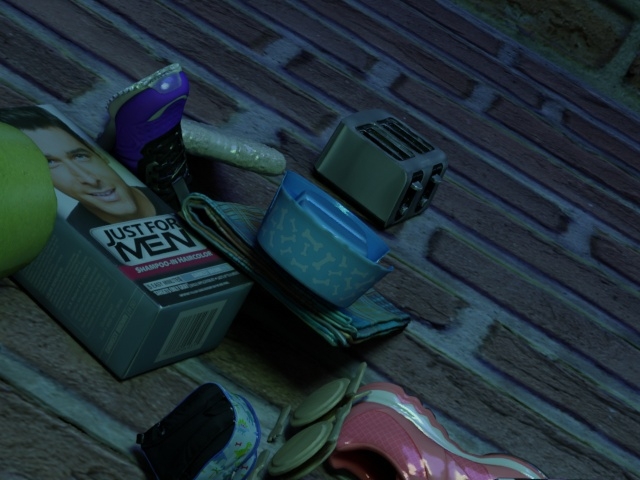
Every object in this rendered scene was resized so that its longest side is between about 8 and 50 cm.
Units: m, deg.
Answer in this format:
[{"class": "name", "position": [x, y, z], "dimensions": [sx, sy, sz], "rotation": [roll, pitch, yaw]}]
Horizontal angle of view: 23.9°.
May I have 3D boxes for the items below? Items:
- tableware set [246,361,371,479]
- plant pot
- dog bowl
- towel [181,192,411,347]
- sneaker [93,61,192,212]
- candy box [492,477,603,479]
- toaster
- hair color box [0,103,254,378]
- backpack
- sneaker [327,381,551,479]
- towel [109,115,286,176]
[{"class": "tableware set", "position": [-0.003, 0.217, 1.694], "dimensions": [0.039, 0.128, 0.194], "rotation": [54, 23, -11]}, {"class": "plant pot", "position": [-0.414, -0.038, 1.586], "dimensions": [0.276, 0.276, 0.254], "rotation": [36, 14, 12]}, {"class": "dog bowl", "position": [0.000, 0.000, 1.842], "dimensions": [0.166, 0.074, 0.297], "rotation": [37, 7, -5]}, {"class": "towel", "position": [-0.021, 0.035, 1.949], "dimensions": [0.271, 0.040, 0.370], "rotation": [40, 9, 12]}, {"class": "sneaker", "position": [-0.205, -0.108, 1.906], "dimensions": [0.102, 0.293, 0.146], "rotation": [-32, 83, -30]}, {"class": "candy box", "position": [0.165, 0.312, 1.540], "dimensions": [0.159, 0.233, 0.071], "rotation": [8, 57, -39]}, {"class": "toaster", "position": [0.094, -0.121, 2.407], "dimensions": [0.186, 0.110, 0.168], "rotation": [38, 26, 17]}, {"class": "hair color box", "position": [-0.282, -0.010, 1.803], "dimensions": [0.374, 0.113, 0.185], "rotation": [40, 26, 21]}, {"class": "backpack", "position": [-0.116, 0.211, 1.572], "dimensions": [0.084, 0.114, 0.105], "rotation": [33, 15, -44]}, {"class": "sneaker", "position": [0.140, 0.293, 1.730], "dimensions": [0.314, 0.116, 0.136], "rotation": [30, 35, 16]}, {"class": "towel", "position": [-0.177, -0.147, 2.124], "dimensions": [0.187, 0.049, 0.282], "rotation": [14, 4, -28]}]
